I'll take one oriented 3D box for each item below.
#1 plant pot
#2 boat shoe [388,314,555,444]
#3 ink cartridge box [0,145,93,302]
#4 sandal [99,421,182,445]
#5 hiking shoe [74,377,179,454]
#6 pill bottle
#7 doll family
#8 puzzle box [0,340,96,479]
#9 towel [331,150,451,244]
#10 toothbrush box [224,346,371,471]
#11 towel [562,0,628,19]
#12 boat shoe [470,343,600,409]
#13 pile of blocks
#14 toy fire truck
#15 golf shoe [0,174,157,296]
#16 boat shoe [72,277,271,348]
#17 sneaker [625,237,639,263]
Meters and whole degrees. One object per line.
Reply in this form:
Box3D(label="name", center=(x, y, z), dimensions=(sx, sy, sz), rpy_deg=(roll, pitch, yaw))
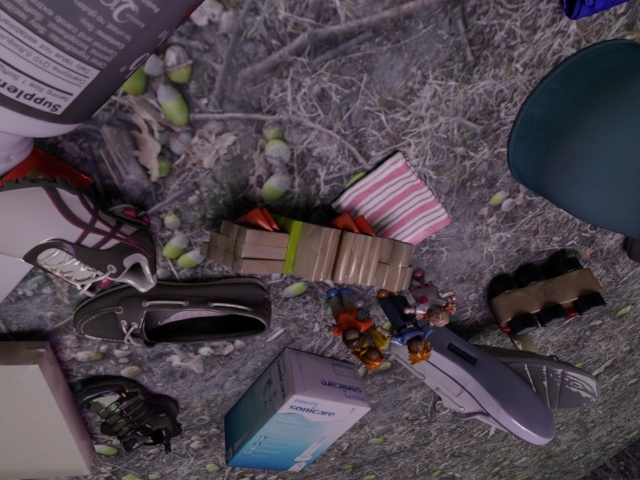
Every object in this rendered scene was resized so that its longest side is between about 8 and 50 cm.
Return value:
Box3D(label="plant pot", center=(0.478, -0.126, 0.605), dimensions=(0.272, 0.255, 0.271), rpy_deg=(-8, 129, -10))
Box3D(label="boat shoe", center=(0.303, 0.322, 0.886), dimensions=(0.367, 0.136, 0.156), rpy_deg=(34, 128, 14))
Box3D(label="ink cartridge box", center=(-0.496, -0.054, 0.493), dimensions=(0.261, 0.066, 0.296), rpy_deg=(-40, 128, 18))
Box3D(label="sandal", center=(-0.415, 0.451, 0.939), dimensions=(0.179, 0.040, 0.067), rpy_deg=(16, 121, -27))
Box3D(label="hiking shoe", center=(-0.388, 0.363, 0.827), dimensions=(0.086, 0.114, 0.227), rpy_deg=(-41, 127, 16))
Box3D(label="pill bottle", center=(-0.247, -0.222, 0.339), dimensions=(0.363, 0.210, 0.210), rpy_deg=(-37, 129, 14))
Box3D(label="doll family", center=(0.139, 0.171, 0.800), dimensions=(0.263, 0.163, 0.118), rpy_deg=(-13, 130, -6))
Box3D(label="puzzle box", center=(-0.610, 0.337, 0.763), dimensions=(0.273, 0.052, 0.408), rpy_deg=(3, 127, -10))
Box3D(label="towel", center=(0.131, -0.048, 0.711), dimensions=(0.144, 0.029, 0.197), rpy_deg=(-39, 128, 14))
Box3D(label="toothbrush box", center=(-0.063, 0.409, 0.956), dimensions=(0.217, 0.126, 0.295), rpy_deg=(23, 119, -30))
Box3D(label="towel", center=(0.454, -0.423, 0.470), dimensions=(0.309, 0.076, 0.227), rpy_deg=(-22, 134, 0))
Box3D(label="boat shoe", center=(0.450, 0.297, 0.933), dimensions=(0.321, 0.103, 0.118), rpy_deg=(-3, 110, 35))
Box3D(label="pile of blocks", center=(0.000, 0.000, 0.663), dimensions=(0.363, 0.149, 0.112), rpy_deg=(10, 96, -26))
Box3D(label="toy fire truck", center=(0.521, 0.179, 0.954), dimensions=(0.217, 0.158, 0.246), rpy_deg=(-20, 151, 7))
Box3D(label="golf shoe", center=(-0.294, 0.003, 0.487), dimensions=(0.105, 0.120, 0.273), rpy_deg=(-30, 167, 14))
Box3D(label="boat shoe", center=(-0.250, 0.133, 0.697), dimensions=(0.336, 0.095, 0.112), rpy_deg=(-6, 129, -12))
Box3D(label="sneaker", center=(0.773, -0.043, 0.860), dimensions=(0.101, 0.106, 0.267), rpy_deg=(3, 128, -21))
